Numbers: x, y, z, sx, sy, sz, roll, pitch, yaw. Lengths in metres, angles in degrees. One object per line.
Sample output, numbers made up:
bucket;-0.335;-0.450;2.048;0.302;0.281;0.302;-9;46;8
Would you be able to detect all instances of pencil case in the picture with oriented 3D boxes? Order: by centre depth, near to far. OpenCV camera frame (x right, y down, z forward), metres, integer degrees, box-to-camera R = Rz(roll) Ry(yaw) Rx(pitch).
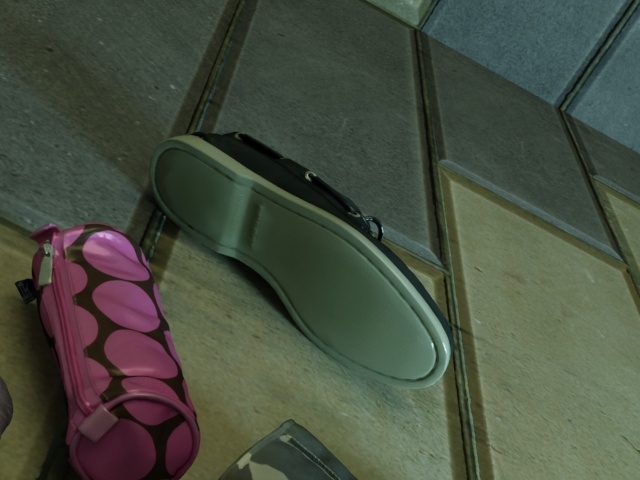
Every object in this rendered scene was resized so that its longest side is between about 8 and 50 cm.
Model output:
pencil case;-0.149;0.075;0.789;0.098;0.095;0.209;58;0;-42

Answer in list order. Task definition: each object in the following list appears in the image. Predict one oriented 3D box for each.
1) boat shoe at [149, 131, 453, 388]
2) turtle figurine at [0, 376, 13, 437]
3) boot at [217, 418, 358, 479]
boat shoe;-0.002;0.003;1.057;0.340;0.127;0.113;32;34;23
turtle figurine;-0.218;0.155;0.535;0.175;0.118;0.234;-12;28;3
boot;0.046;0.207;0.810;0.208;0.076;0.190;34;21;22
